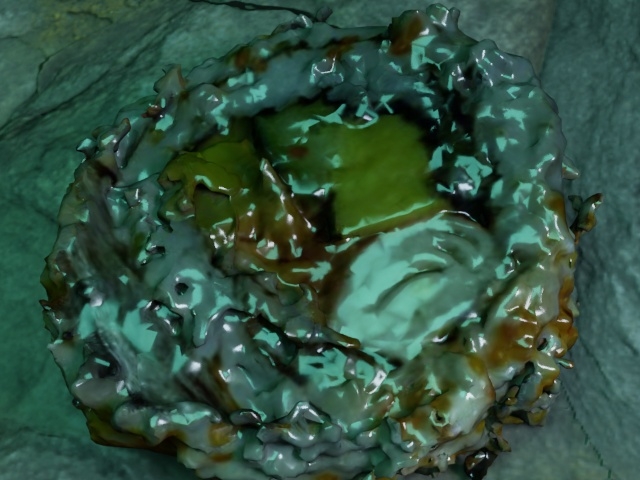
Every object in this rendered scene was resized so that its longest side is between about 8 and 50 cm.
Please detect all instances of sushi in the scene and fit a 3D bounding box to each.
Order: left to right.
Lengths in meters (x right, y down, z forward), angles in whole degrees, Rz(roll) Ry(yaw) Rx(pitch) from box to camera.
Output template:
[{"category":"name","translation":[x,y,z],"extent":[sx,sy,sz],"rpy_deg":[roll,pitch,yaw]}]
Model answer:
[{"category":"sushi","translation":[0.003,-0.004,0.852],"extent":[0.418,0.176,0.417],"rpy_deg":[-5,59,9]}]
